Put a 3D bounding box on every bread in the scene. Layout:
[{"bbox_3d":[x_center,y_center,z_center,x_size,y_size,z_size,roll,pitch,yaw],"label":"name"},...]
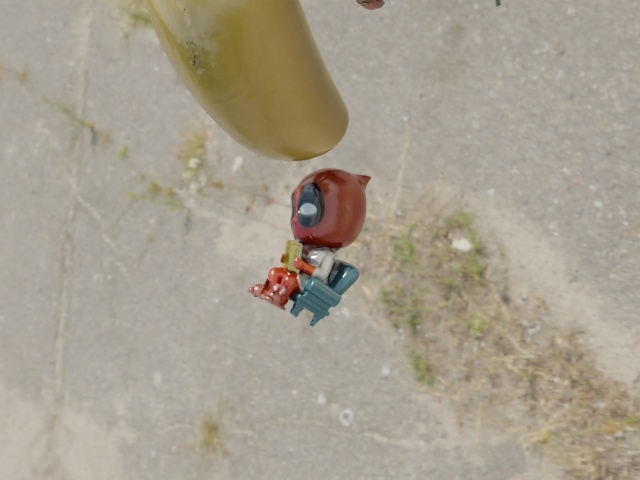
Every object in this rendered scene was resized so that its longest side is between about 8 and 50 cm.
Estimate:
[{"bbox_3d":[-0.062,-0.146,0.780,0.098,0.217,0.147,-40,49,-7],"label":"bread"}]

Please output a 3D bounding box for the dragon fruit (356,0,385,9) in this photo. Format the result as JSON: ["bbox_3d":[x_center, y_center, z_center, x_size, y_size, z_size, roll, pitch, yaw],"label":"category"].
[{"bbox_3d":[0.046,-0.322,1.153,0.133,0.166,0.136,15,104,32],"label":"dragon fruit"}]

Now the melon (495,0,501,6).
[{"bbox_3d":[0.124,-0.330,0.837,0.182,0.182,0.288,6,110,52],"label":"melon"}]

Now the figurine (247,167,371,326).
[{"bbox_3d":[0.000,0.000,0.911,0.140,0.075,0.068,-65,24,-7],"label":"figurine"}]
